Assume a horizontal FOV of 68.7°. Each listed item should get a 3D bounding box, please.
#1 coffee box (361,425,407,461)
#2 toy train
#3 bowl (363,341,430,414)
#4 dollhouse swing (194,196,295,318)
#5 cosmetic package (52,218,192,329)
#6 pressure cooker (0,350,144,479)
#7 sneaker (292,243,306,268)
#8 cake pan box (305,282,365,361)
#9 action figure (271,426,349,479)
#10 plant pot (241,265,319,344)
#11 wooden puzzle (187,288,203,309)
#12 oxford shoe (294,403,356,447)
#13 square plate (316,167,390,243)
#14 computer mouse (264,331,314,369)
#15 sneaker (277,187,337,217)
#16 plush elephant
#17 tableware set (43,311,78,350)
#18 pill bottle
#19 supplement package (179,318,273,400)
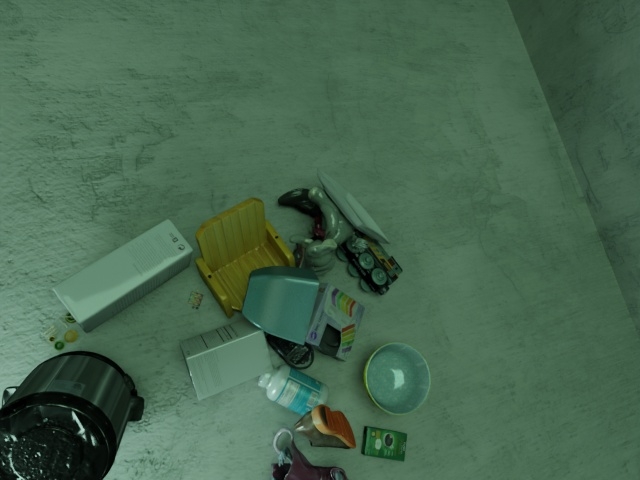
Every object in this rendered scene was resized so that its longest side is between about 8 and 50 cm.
[{"bbox_3d":[0.265,0.841,1.937,0.184,0.040,0.113,13,71,-13],"label":"coffee box"},{"bbox_3d":[0.219,0.084,2.110,0.190,0.142,0.334,-33,82,-36],"label":"toy train"},{"bbox_3d":[0.297,0.578,1.964,0.289,0.156,0.290,5,72,-16],"label":"bowl"},{"bbox_3d":[-0.286,0.065,1.849,0.346,0.305,0.315,-31,76,-24],"label":"dollhouse swing"},{"bbox_3d":[-0.714,0.131,1.736,0.453,0.230,0.161,-37,86,-27],"label":"cosmetic package"},{"bbox_3d":[-0.801,0.564,1.503,0.375,0.420,0.370,-36,108,-2],"label":"pressure cooker"},{"bbox_3d":[-0.098,0.083,2.057,0.064,0.061,0.158,7,75,17],"label":"sneaker"},{"bbox_3d":[0.051,0.346,1.957,0.245,0.070,0.267,37,63,-29],"label":"cake pan box"},{"bbox_3d":[-0.018,0.915,1.786,0.370,0.248,0.276,19,27,-23],"label":"action figure"},{"bbox_3d":[-0.164,0.223,1.789,0.252,0.248,0.247,13,95,-8],"label":"plant pot"},{"bbox_3d":[-0.507,0.237,1.899,0.049,0.006,0.083,20,69,-11],"label":"wooden puzzle"},{"bbox_3d":[0.026,0.731,1.797,0.132,0.364,0.130,-30,44,11],"label":"oxford shoe"},{"bbox_3d":[0.137,-0.136,2.025,0.049,0.344,0.347,-43,61,12],"label":"square plate"},{"bbox_3d":[-0.134,0.417,1.932,0.188,0.072,0.272,-36,76,-24],"label":"computer mouse"},{"bbox_3d":[-0.049,-0.164,2.114,0.286,0.109,0.130,-2,79,-16],"label":"sneaker"},{"bbox_3d":[0.000,0.000,1.938,0.330,0.272,0.255,40,59,22],"label":"plush elephant"},{"bbox_3d":[-0.932,0.326,1.730,0.104,0.024,0.154,47,66,0],"label":"tableware set"},{"bbox_3d":[-0.110,0.584,1.841,0.264,0.146,0.146,29,67,-7],"label":"pill bottle"},{"bbox_3d":[-0.355,0.436,1.768,0.292,0.175,0.178,-17,105,-21],"label":"supplement package"}]
